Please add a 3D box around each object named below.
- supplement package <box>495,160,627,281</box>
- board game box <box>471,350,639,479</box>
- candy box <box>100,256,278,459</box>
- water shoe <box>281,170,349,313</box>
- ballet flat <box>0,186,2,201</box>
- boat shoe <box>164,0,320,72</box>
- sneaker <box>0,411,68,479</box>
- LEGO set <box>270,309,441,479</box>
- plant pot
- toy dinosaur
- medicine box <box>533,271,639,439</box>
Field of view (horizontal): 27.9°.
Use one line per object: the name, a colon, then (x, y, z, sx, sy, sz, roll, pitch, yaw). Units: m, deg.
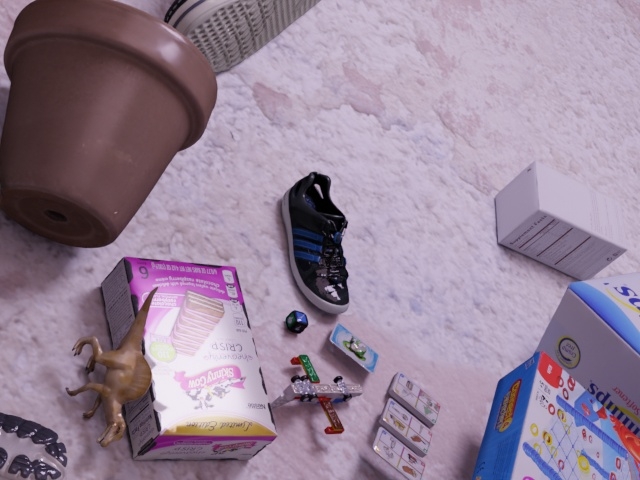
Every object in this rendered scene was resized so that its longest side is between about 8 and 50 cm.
supplement package: (0.379, -0.029, 2.034, 0.179, 0.105, 0.105, 24, 47, -22)
board game box: (0.330, 0.337, 1.593, 0.302, 0.086, 0.308, 42, 33, -9)
candy box: (-0.156, 0.138, 1.508, 0.159, 0.071, 0.233, 6, 55, -35)
water shoe: (0.000, 0.000, 1.733, 0.073, 0.080, 0.203, 2, 57, -37)
ballet flat: (-0.504, -0.070, 1.376, 0.316, 0.106, 0.107, 17, 42, -28)
boat shoe: (-0.109, -0.386, 1.890, 0.156, 0.187, 0.500, 40, 37, 2)
sneaker: (-0.383, 0.211, 1.248, 0.275, 0.110, 0.107, 23, 26, 1)
LEGO set: (0.037, 0.198, 1.648, 0.244, 0.060, 0.182, 39, 30, -7)
plant pot: (-0.277, -0.122, 1.522, 0.263, 0.263, 0.229, 27, 64, -19)
toy dinosaur: (-0.225, 0.138, 1.430, 0.053, 0.092, 0.183, 39, 63, -65)
medicine box: (0.510, 0.179, 1.865, 0.289, 0.149, 0.263, -6, 39, -37)
